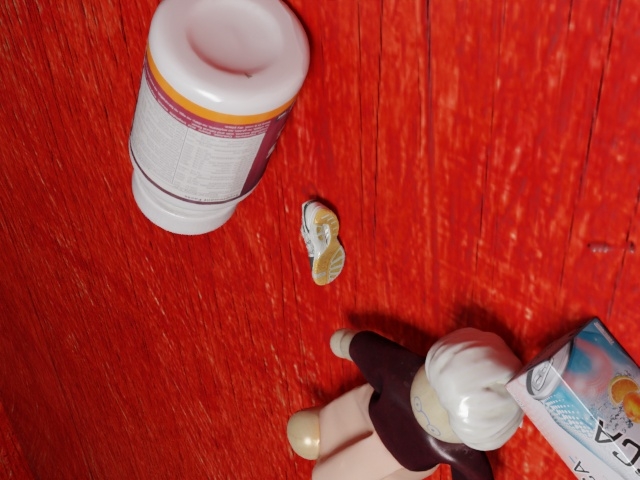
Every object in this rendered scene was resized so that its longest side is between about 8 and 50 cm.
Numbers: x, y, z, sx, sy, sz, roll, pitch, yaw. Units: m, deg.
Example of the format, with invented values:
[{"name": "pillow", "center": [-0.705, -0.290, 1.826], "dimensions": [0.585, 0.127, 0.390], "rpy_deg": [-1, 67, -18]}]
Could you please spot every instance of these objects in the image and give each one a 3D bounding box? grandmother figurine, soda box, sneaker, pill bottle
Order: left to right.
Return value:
[{"name": "pill bottle", "center": [-0.093, -0.099, 0.760], "dimensions": [0.121, 0.121, 0.221], "rpy_deg": [50, 150, 11]}, {"name": "sneaker", "center": [0.000, 0.000, 0.818], "dimensions": [0.037, 0.031, 0.083], "rpy_deg": [45, 146, 45]}, {"name": "grandmother figurine", "center": [0.075, 0.163, 0.793], "dimensions": [0.208, 0.104, 0.342], "rpy_deg": [44, 151, 5]}, {"name": "soda box", "center": [0.211, 0.146, 0.617], "dimensions": [0.183, 0.058, 0.063], "rpy_deg": [51, 150, 9]}]
